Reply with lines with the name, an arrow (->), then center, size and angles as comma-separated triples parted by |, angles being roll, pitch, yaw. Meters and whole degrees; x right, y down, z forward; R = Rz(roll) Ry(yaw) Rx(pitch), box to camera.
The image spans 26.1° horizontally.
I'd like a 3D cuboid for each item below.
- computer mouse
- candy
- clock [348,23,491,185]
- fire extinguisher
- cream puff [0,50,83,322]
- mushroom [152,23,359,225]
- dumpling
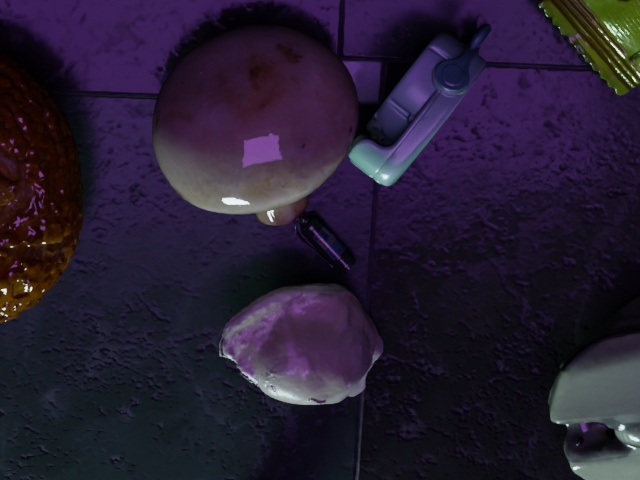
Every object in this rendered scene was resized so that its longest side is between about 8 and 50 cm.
computer mouse -> 0.460, 0.144, 1.479 | 0.429, 0.145, 0.228 | -22, 110, 4
candy -> 0.354, -0.264, 1.378 | 0.246, 0.069, 0.149 | -40, 104, 8
clock -> 0.104, -0.141, 1.365 | 0.060, 0.148, 0.188 | 38, 95, 1
fire extinguisher -> 0.000, 0.000, 1.462 | 0.038, 0.025, 0.083 | -32, 109, 31
cream puff -> -0.371, -0.047, 1.325 | 0.303, 0.212, 0.303 | -3, 110, -8
mushroom -> -0.056, -0.096, 1.354 | 0.207, 0.207, 0.215 | -18, 139, 2
dumpling -> -0.011, 0.106, 1.454 | 0.199, 0.118, 0.136 | 27, 95, -40
